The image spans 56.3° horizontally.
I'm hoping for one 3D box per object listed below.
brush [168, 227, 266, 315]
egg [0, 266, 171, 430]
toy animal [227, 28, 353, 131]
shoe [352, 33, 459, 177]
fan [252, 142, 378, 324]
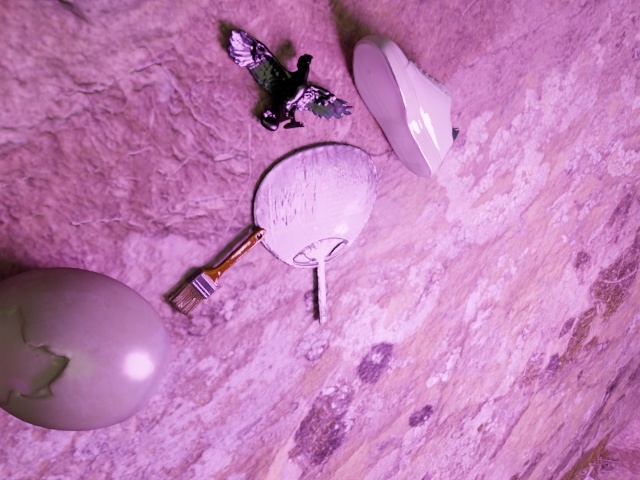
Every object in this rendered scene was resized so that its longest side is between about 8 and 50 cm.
[{"bbox_3d":[-0.143,0.039,0.858,0.170,0.014,0.043,-43,126,-11],"label":"brush"},{"bbox_3d":[-0.290,0.117,0.681,0.217,0.183,0.183,40,85,-33],"label":"egg"},{"bbox_3d":[-0.041,-0.201,0.806,0.220,0.062,0.108,20,80,-39],"label":"toy animal"},{"bbox_3d":[0.138,-0.218,0.905,0.110,0.095,0.265,-48,136,-16],"label":"shoe"},{"bbox_3d":[-0.020,-0.016,0.927,0.223,0.012,0.295,16,99,-40],"label":"fan"}]
